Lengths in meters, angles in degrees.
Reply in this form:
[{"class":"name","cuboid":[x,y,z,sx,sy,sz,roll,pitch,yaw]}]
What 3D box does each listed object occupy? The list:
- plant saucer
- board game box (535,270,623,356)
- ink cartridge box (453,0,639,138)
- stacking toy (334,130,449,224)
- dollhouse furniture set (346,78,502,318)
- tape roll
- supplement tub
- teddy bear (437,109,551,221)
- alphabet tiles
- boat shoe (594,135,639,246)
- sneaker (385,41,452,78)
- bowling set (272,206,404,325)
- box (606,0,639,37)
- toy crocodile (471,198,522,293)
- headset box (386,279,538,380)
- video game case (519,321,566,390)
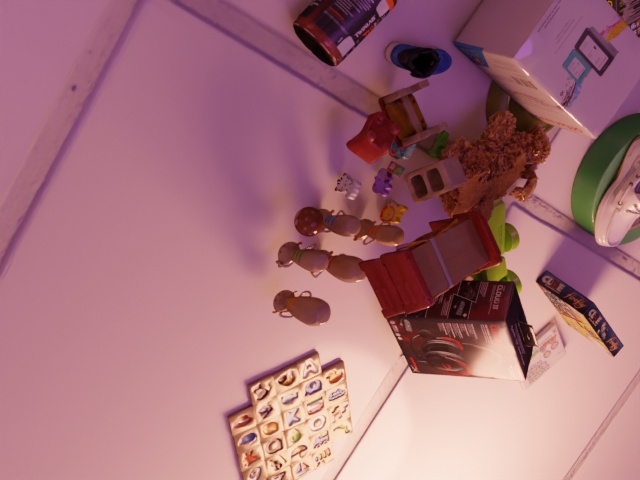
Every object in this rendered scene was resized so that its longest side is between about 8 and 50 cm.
[{"class":"plant saucer","cuboid":[0.452,-0.306,1.798,0.241,0.037,0.241,-17,125,-26]},{"class":"board game box","cuboid":[0.651,0.185,2.150,0.042,0.165,0.243,-48,133,-1]},{"class":"ink cartridge box","cuboid":[0.439,-0.358,1.615,0.270,0.198,0.197,34,93,-32]},{"class":"stacking toy","cuboid":[0.141,-0.149,1.672,0.167,0.052,0.221,25,98,-45]},{"class":"dollhouse furniture set","cuboid":[0.152,-0.074,1.551,0.201,0.152,0.374,-25,93,-30]},{"class":"tape roll","cuboid":[0.753,-0.146,2.079,0.321,0.077,0.321,-17,125,-27]},{"class":"supplement tub","cuboid":[0.055,-0.392,1.424,0.198,0.106,0.106,-46,133,-2]},{"class":"teddy bear","cuboid":[0.342,-0.144,1.738,0.338,0.113,0.245,-29,139,-28]},{"class":"alphabet tiles","cuboid":[-0.059,0.407,1.894,0.285,0.011,0.342,-23,128,-21]},{"class":"boat shoe","cuboid":[0.720,-0.099,1.967,0.098,0.096,0.277,0,117,-35]},{"class":"sneaker","cuboid":[0.201,-0.327,1.578,0.152,0.084,0.058,5,113,-37]},{"class":"bowling set","cuboid":[0.000,0.000,1.614,0.287,0.154,0.200,-43,120,-22]},{"class":"box","cuboid":[0.696,-0.556,1.802,0.270,0.060,0.216,-31,130,-16]},{"class":"toy crocodile","cuboid":[0.375,0.053,1.929,0.115,0.105,0.340,-28,126,-27]},{"class":"headset box","cuboid":[0.314,0.191,1.831,0.218,0.293,0.110,63,37,-41]},{"class":"video game case","cuboid":[0.578,0.309,2.272,0.157,0.019,0.143,-40,132,-9]}]
